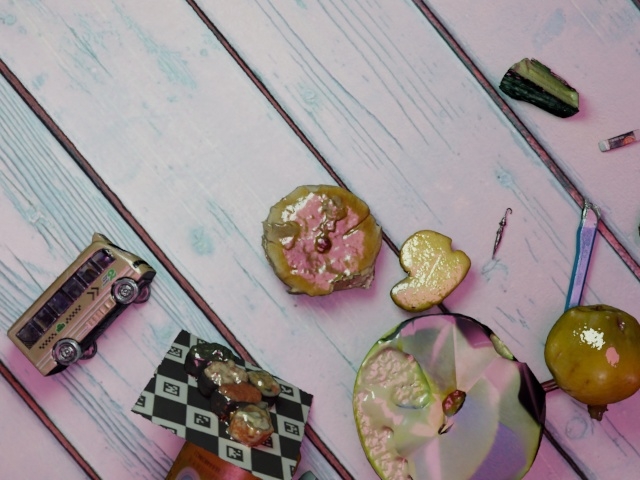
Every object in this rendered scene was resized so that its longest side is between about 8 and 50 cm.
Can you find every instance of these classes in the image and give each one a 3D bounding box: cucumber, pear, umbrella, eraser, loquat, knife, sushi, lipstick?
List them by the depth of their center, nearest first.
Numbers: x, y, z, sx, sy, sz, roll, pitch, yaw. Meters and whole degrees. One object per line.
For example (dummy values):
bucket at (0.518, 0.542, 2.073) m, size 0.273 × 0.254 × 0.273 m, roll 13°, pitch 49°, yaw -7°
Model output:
sushi at (-0.159, 0.284, 1.476) m, size 0.320 × 0.339 × 0.069 m, roll 28°, pitch 110°, yaw -2°
pear at (0.244, 0.342, 1.597) m, size 0.398 × 0.165 × 0.399 m, roll 0°, pitch 88°, yaw -6°
loquat at (0.583, 0.259, 1.624) m, size 0.213 × 0.213 × 0.246 m, roll -3°, pitch 98°, yaw -6°
lipstick at (0.449, 0.340, 1.689) m, size 0.176 × 0.027 × 0.027 m, roll -19°, pitch 90°, yaw -5°
cucumber at (0.477, -0.333, 1.691) m, size 0.192 × 0.115 × 0.086 m, roll 22°, pitch 129°, yaw -9°
umbrella at (0.397, -0.017, 1.704) m, size 0.022 × 0.013 × 0.122 m, roll 25°, pitch 84°, yaw -26°
knife at (0.578, 0.054, 1.715) m, size 0.044 × 0.026 × 0.297 m, roll 13°, pitch 89°, yaw -2°
eraser at (0.678, -0.225, 1.737) m, size 0.099 × 0.019 × 0.027 m, roll -18°, pitch 90°, yaw -7°

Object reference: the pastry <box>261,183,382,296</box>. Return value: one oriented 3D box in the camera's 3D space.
pastry at (0.005, -0.004, 1.608) m, size 0.256 × 0.121 × 0.236 m, roll -7°, pitch 88°, yaw -7°

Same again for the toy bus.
toy bus at (-0.475, 0.128, 1.548) m, size 0.157 × 0.139 × 0.289 m, roll 43°, pitch 88°, yaw 2°

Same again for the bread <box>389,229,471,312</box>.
bread at (0.222, 0.067, 1.662) m, size 0.187 × 0.065 × 0.149 m, roll -43°, pitch 82°, yaw -3°

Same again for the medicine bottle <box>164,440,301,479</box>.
medicine bottle at (-0.218, 0.536, 1.515) m, size 0.224 × 0.224 × 0.385 m, roll 30°, pitch 86°, yaw -4°

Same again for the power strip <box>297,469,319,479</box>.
power strip at (0.029, 0.558, 1.582) m, size 0.044 × 0.137 × 0.216 m, roll -42°, pitch 97°, yaw -12°

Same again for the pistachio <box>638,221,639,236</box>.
pistachio at (0.768, -0.061, 1.726) m, size 0.173 × 0.049 × 0.089 m, roll -46°, pitch 117°, yaw -7°
